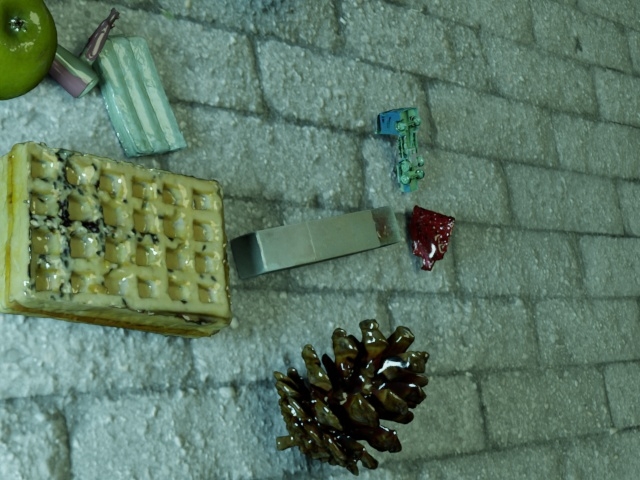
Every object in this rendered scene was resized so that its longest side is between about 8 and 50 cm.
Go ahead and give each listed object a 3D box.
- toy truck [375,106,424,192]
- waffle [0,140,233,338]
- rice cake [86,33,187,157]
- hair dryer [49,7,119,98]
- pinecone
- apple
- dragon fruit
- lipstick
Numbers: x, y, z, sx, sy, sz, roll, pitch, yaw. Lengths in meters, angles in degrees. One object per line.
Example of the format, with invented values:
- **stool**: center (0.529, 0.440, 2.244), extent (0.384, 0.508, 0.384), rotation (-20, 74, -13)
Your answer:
- **toy truck**: center (0.166, -0.189, 2.222), extent (0.067, 0.081, 0.175), rotation (-23, 112, -46)
- **waffle**: center (-0.308, 0.002, 1.632), extent (0.376, 0.114, 0.260), rotation (13, 68, -42)
- **rice cake**: center (-0.305, -0.242, 1.774), extent (0.124, 0.038, 0.211), rotation (-14, 86, -47)
- **hair dryer**: center (-0.373, -0.311, 1.699), extent (0.106, 0.054, 0.154), rotation (46, 65, -19)
- **pinecone**: center (0.059, 0.263, 1.809), extent (0.309, 0.244, 0.244), rotation (-43, 109, -17)
- **apple**: center (-0.474, -0.298, 1.541), extent (0.196, 0.157, 0.196), rotation (7, 80, -45)
- **dragon fruit**: center (0.212, -0.006, 2.200), extent (0.063, 0.097, 0.131), rotation (24, 80, -35)
- **lipstick**: center (0.000, 0.000, 1.971), extent (0.372, 0.076, 0.079), rotation (-11, 86, -47)
